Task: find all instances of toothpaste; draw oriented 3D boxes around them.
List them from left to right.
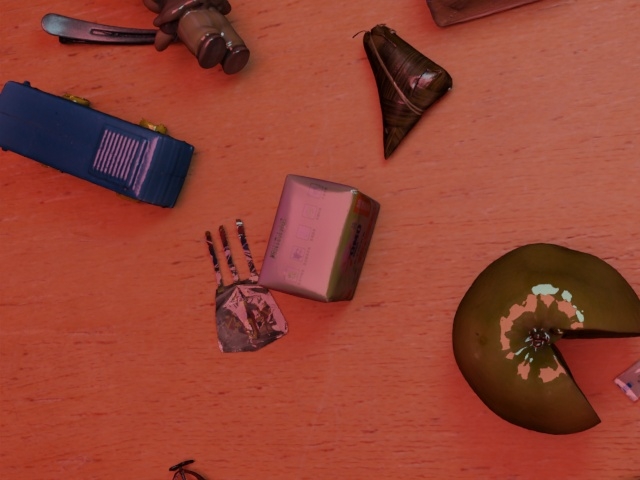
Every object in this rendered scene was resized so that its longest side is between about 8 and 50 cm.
[{"bbox_3d":[0.551,0.176,1.309,0.190,0.031,0.048,-46,78,11],"label":"toothpaste"}]

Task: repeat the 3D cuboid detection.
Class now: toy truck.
[{"bbox_3d":[-0.437,-0.186,1.560,0.385,0.162,0.161,22,93,17],"label":"toy truck"}]

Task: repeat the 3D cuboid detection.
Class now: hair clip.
[{"bbox_3d":[-0.403,-0.410,1.627,0.276,0.083,0.048,5,81,9],"label":"hair clip"}]

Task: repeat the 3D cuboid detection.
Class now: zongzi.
[{"bbox_3d":[0.109,-0.268,1.457,0.187,0.084,0.184,44,108,22],"label":"zongzi"}]

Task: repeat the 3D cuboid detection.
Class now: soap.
[{"bbox_3d":[0.000,0.000,1.404,0.139,0.182,0.199,17,91,16],"label":"soap"}]

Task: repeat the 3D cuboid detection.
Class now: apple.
[{"bbox_3d":[0.345,0.147,1.255,0.292,0.254,0.291,-3,81,20],"label":"apple"}]

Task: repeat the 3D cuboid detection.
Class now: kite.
[{"bbox_3d":[-0.151,0.086,1.529,0.141,0.015,0.245,-18,81,12],"label":"kite"}]

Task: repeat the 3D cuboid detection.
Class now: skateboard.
[{"bbox_3d":[-0.277,0.461,1.515,0.151,0.067,0.080,-25,69,7],"label":"skateboard"}]

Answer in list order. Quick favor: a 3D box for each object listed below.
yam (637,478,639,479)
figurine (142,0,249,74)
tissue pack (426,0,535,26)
[{"bbox_3d":[0.547,0.388,1.267,0.179,0.078,0.078,-25,79,13],"label":"yam"},{"bbox_3d":[-0.262,-0.473,1.502,0.380,0.248,0.203,60,143,12],"label":"figurine"},{"bbox_3d":[0.269,-0.563,1.389,0.242,0.160,0.338,-12,81,14],"label":"tissue pack"}]
